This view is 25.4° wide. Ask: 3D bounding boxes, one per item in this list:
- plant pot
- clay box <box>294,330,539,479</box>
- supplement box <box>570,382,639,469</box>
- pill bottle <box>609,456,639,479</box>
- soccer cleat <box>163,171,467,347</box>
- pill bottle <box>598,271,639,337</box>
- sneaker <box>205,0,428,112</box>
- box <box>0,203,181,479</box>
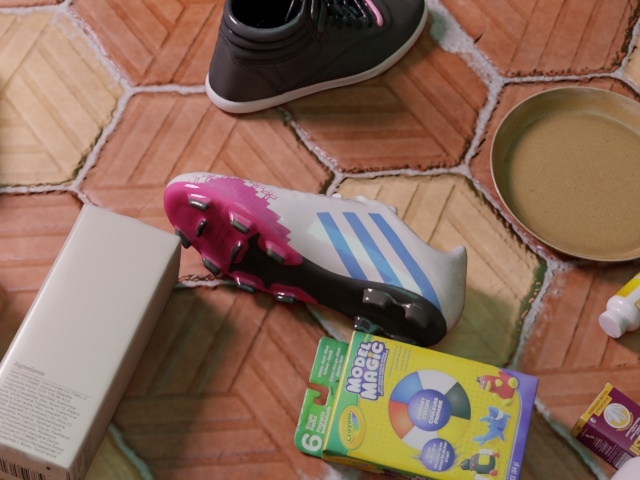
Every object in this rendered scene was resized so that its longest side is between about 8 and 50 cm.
[{"bbox_3d":[0.305,-0.071,1.607,0.236,0.032,0.236,3,59,-6],"label":"plant pot"},{"bbox_3d":[0.094,0.173,1.409,0.222,0.053,0.127,14,71,1],"label":"clay box"},{"bbox_3d":[0.305,0.195,1.439,0.083,0.043,0.055,36,60,14],"label":"supplement box"},{"bbox_3d":[0.251,0.338,1.278,0.160,0.160,0.283,38,62,15],"label":"pill bottle"},{"bbox_3d":[0.000,0.000,1.490,0.331,0.116,0.143,26,51,3],"label":"soccer cleat"},{"bbox_3d":[0.336,0.068,1.519,0.083,0.043,0.043,-37,70,-24],"label":"pill bottle"},{"bbox_3d":[0.008,-0.252,1.613,0.296,0.147,0.104,-24,63,-21],"label":"sneaker"},{"bbox_3d":[-0.238,0.107,1.397,0.113,0.094,0.275,21,59,5],"label":"box"}]
